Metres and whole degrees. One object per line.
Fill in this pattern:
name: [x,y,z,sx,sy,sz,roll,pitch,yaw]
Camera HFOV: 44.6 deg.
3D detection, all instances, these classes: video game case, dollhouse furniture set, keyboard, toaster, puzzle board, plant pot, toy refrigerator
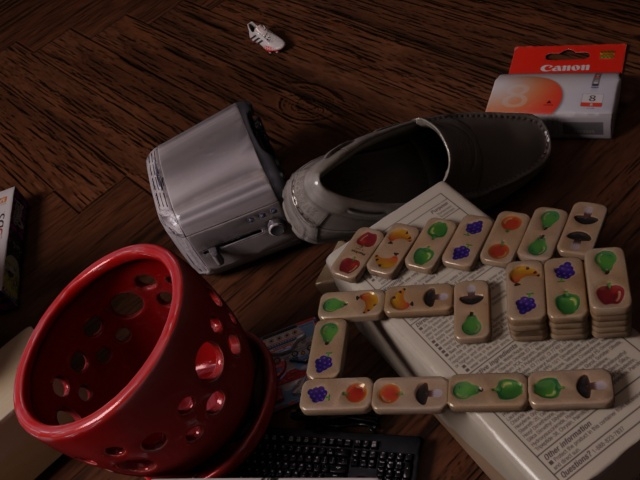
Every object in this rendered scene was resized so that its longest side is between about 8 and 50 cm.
video game case: [-0.511,0.042,1.044,0.232,0.042,0.210,-20,44,3]
dollhouse furniture set: [0.000,0.000,0.863,0.081,0.091,0.114,0,50,42]
keyboard: [-0.006,0.188,0.709,0.192,0.038,0.100,-2,48,19]
toaster: [-0.115,-0.065,0.928,0.146,0.129,0.227,-25,46,1]
puzzle board: [-0.054,0.134,0.797,0.128,0.011,0.096,-21,45,1]
plant pot: [-0.148,0.127,0.710,0.191,0.174,0.191,-22,42,21]
toy refrigerator: [-0.357,0.222,0.780,0.269,0.094,0.102,-42,41,-20]

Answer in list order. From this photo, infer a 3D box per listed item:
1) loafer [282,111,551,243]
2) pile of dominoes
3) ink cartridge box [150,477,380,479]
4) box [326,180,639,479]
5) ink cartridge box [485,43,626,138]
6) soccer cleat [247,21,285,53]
loafer: [0.117,-0.074,0.804,0.319,0.111,0.112,-20,81,-22]
pile of dominoes: [0.111,0.042,0.623,0.251,0.040,0.196,-5,48,17]
ink cartridge box: [-0.048,0.271,0.612,0.203,0.086,0.148,-6,47,16]
box: [0.152,0.095,0.672,0.148,0.121,0.311,-33,45,-9]
ink cartridge box: [0.291,-0.197,0.950,0.145,0.045,0.179,5,53,25]
soccer cleat: [-0.086,-0.318,1.218,0.029,0.035,0.083,-39,46,-16]
